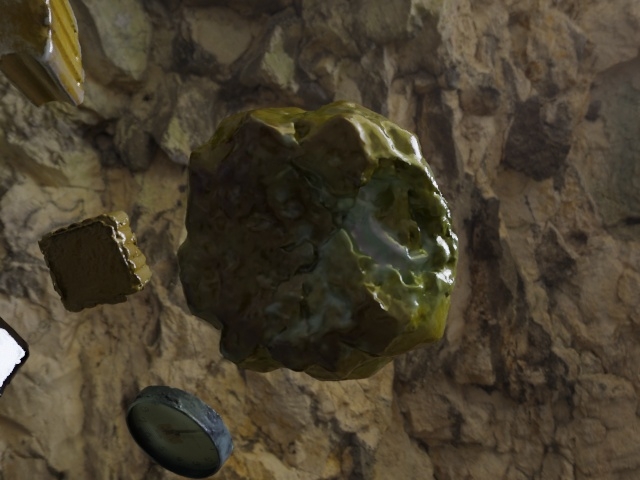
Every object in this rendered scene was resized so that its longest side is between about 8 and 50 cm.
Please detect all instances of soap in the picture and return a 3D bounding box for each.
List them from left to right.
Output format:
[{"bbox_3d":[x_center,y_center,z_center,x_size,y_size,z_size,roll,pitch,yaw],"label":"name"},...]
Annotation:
[{"bbox_3d":[-0.337,-0.245,0.638,0.073,0.140,0.232,-4,-179,-16],"label":"soap"}]

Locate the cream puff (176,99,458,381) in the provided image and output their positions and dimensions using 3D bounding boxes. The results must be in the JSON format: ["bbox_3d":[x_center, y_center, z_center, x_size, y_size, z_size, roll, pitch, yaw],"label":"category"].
[{"bbox_3d":[0.002,0.000,0.517,0.282,0.185,0.282,0,-89,19],"label":"cream puff"}]

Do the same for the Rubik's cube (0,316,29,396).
[{"bbox_3d":[-0.646,0.189,0.725,0.283,0.293,0.288,-21,-151,15],"label":"Rubik's cube"}]

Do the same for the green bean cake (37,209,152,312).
[{"bbox_3d":[-0.570,0.054,1.364,0.229,0.224,0.131,-17,-170,7],"label":"green bean cake"}]

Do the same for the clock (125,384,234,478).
[{"bbox_3d":[-0.285,0.386,1.065,0.226,0.226,0.049,-10,-155,30],"label":"clock"}]
